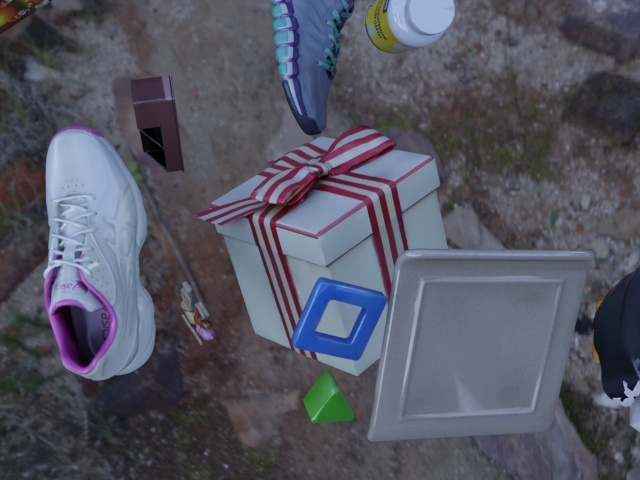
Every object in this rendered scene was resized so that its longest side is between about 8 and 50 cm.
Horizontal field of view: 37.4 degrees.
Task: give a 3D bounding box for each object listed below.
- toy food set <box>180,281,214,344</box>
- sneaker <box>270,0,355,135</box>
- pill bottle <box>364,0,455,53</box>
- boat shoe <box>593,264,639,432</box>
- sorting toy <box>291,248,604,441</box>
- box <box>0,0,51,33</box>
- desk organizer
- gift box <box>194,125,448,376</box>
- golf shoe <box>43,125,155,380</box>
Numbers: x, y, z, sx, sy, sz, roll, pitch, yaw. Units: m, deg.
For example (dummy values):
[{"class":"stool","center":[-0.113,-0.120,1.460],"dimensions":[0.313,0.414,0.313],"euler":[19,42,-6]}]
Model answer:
[{"class":"toy food set","center":[-0.177,0.109,1.380],"dimensions":[0.019,0.122,0.078],"euler":[-30,76,-22]},{"class":"sneaker","center":[0.001,-0.231,1.037],"dimensions":[0.098,0.083,0.223],"euler":[-10,86,12]},{"class":"pill bottle","center":[0.144,-0.357,1.508],"dimensions":[0.103,0.184,0.103],"euler":[-1,96,-15]},{"class":"boat shoe","center":[0.306,0.073,0.406],"dimensions":[0.340,0.158,0.127],"euler":[20,53,-2]},{"class":"sorting toy","center":[0.136,0.088,0.834],"dimensions":[0.348,0.196,0.047],"euler":[1,25,-17]},{"class":"box","center":[-0.416,-0.333,1.081],"dimensions":[0.201,0.293,0.057],"euler":[-33,76,3]},{"class":"desk organizer","center":[-0.203,-0.142,1.181],"dimensions":[0.050,0.130,0.047],"euler":[-8,52,-8]},{"class":"gift box","center":[0.000,0.000,1.306],"dimensions":[0.276,0.258,0.255],"euler":[13,38,40]},{"class":"golf shoe","center":[-0.269,0.016,1.104],"dimensions":[0.115,0.140,0.306],"euler":[-11,93,12]}]
